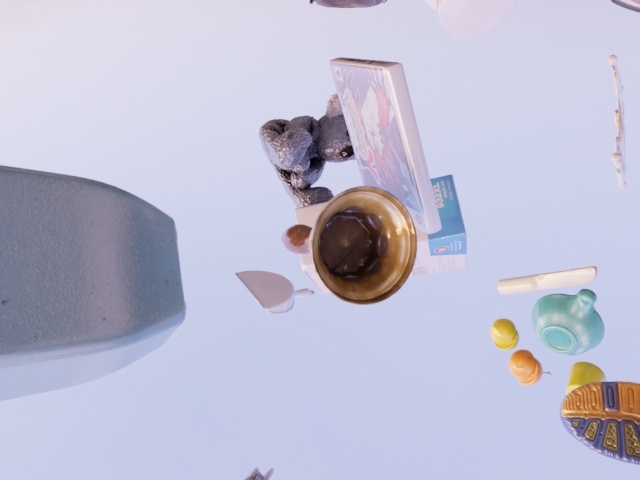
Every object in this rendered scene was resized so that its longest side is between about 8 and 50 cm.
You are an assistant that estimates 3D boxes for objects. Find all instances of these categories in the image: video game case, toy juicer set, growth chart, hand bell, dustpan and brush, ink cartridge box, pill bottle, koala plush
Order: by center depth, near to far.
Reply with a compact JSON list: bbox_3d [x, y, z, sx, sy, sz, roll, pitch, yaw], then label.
[{"bbox_3d":[0.000,0.000,0.858,0.126,0.126,0.242,-19,-170,-22],"label":"hand bell"},{"bbox_3d":[0.075,-0.121,0.874,0.023,0.201,0.183,-22,-158,-13],"label":"video game case"},{"bbox_3d":[0.247,-0.514,1.217,0.181,0.181,0.323,-5,-117,5],"label":"pill bottle"},{"bbox_3d":[0.547,-0.216,1.309,0.021,0.172,0.237,-4,-112,26],"label":"growth chart"},{"bbox_3d":[0.424,0.152,1.344,0.209,0.329,0.089,9,-141,34],"label":"toy juicer set"},{"bbox_3d":[0.124,-0.003,1.408,0.307,0.223,0.129,-12,-109,8],"label":"ink cartridge box"},{"bbox_3d":[0.005,-0.201,1.460,0.221,0.196,0.203,-29,-141,-7],"label":"koala plush"},{"bbox_3d":[-0.091,0.123,1.717,0.211,0.060,0.147,-10,-140,-38],"label":"dustpan and brush"}]

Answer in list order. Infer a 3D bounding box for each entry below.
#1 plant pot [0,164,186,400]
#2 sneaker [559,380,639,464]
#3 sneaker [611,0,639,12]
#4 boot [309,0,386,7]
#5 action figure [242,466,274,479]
[{"bbox_3d":[-0.320,0.062,0.942,0.252,0.248,0.247,0,158,-27],"label":"plant pot"},{"bbox_3d":[0.488,0.257,1.011,0.296,0.112,0.131,2,171,9],"label":"sneaker"},{"bbox_3d":[0.287,-0.319,0.707,0.083,0.098,0.224,-34,-110,-24],"label":"sneaker"},{"bbox_3d":[0.088,-0.457,1.155,0.262,0.091,0.229,1,169,13],"label":"boot"},{"bbox_3d":[-0.119,0.367,0.796,0.099,0.285,0.185,43,-161,16],"label":"action figure"}]
